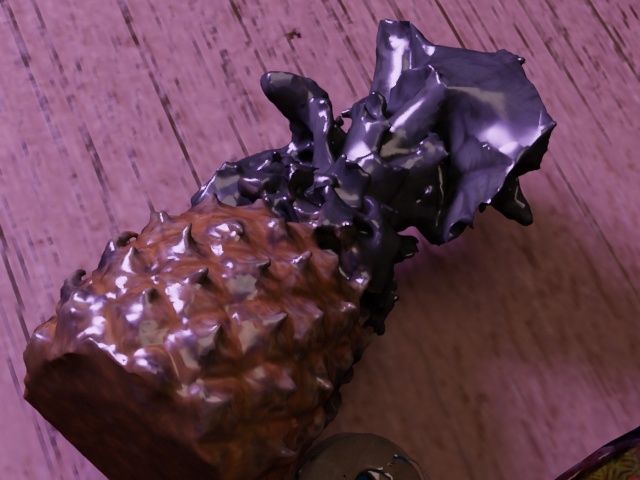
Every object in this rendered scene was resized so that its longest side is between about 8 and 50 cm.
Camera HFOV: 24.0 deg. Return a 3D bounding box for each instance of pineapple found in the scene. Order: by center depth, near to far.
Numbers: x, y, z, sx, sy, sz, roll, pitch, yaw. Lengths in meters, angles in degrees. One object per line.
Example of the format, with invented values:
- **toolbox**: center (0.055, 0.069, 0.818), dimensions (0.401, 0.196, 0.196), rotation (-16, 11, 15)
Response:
- **pineapple**: center (0.000, 0.000, 0.570), dimensions (0.119, 0.111, 0.237), rotation (41, 54, 1)

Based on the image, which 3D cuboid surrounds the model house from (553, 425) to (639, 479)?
- **model house**: center (0.245, 0.089, 0.534), dimensions (0.294, 0.154, 0.207), rotation (-24, 63, -26)

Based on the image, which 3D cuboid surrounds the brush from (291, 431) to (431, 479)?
- **brush**: center (-0.057, 0.176, 0.467), dimensions (0.070, 0.065, 0.327), rotation (31, 55, 12)
